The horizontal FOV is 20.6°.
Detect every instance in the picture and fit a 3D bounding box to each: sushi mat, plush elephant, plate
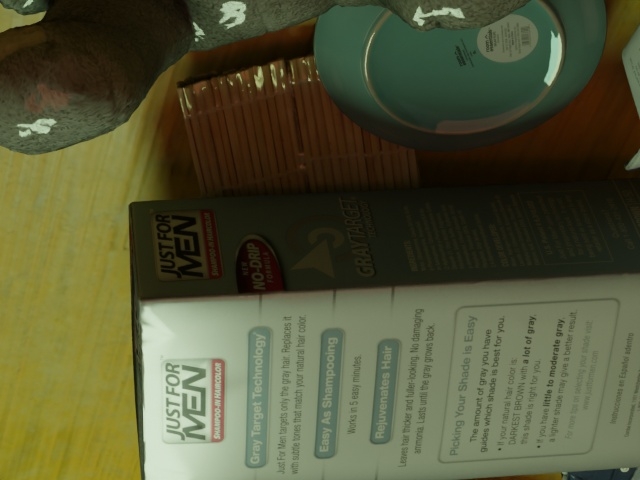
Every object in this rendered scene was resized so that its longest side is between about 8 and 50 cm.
[{"bbox_3d":[0.000,0.000,1.235,0.151,0.019,0.316,-10,129,0],"label":"sushi mat"},{"bbox_3d":[-0.052,-0.234,0.869,0.272,0.330,0.255,-14,113,7],"label":"plush elephant"},{"bbox_3d":[0.090,-0.121,1.112,0.188,0.024,0.188,-2,134,-2],"label":"plate"}]

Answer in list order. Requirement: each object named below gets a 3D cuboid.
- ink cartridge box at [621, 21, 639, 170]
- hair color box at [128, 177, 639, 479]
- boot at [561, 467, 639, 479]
[{"bbox_3d":[0.347,-0.156,1.013,0.324,0.071,0.330,-17,169,-7],"label":"ink cartridge box"},{"bbox_3d":[0.059,0.067,1.213,0.374,0.113,0.185,-3,128,-8],"label":"hair color box"},{"bbox_3d":[0.236,0.148,1.410,0.086,0.069,0.190,-8,138,-1],"label":"boot"}]
